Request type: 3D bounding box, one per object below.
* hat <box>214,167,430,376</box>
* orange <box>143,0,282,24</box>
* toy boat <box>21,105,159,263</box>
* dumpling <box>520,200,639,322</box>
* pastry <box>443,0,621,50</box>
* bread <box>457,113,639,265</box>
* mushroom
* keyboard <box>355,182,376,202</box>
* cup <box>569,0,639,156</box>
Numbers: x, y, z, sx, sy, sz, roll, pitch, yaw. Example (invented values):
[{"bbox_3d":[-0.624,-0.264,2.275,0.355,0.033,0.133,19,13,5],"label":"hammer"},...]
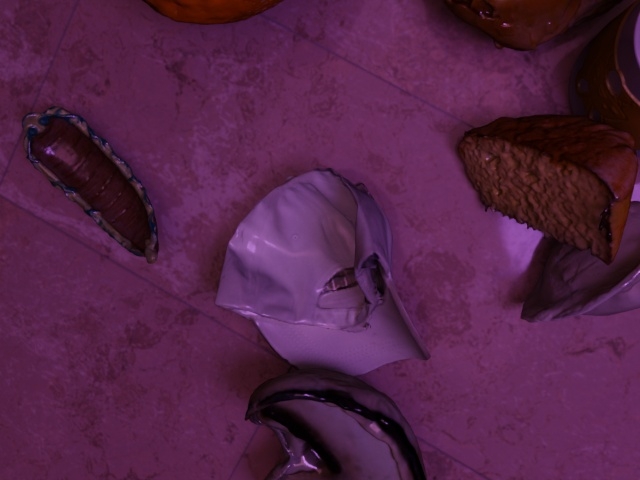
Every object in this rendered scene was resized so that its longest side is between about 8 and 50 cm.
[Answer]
[{"bbox_3d":[0.034,0.059,0.817,0.258,0.168,0.301,-19,124,36],"label":"hat"},{"bbox_3d":[-0.119,-0.425,0.689,0.293,0.340,0.340,-13,95,-17],"label":"orange"},{"bbox_3d":[-0.315,-0.074,0.880,0.293,0.099,0.108,46,101,9],"label":"toy boat"},{"bbox_3d":[0.360,0.032,0.739,0.252,0.179,0.131,-29,92,10],"label":"dumpling"},{"bbox_3d":[0.274,-0.376,0.716,0.311,0.162,0.255,-24,91,13],"label":"pastry"},{"bbox_3d":[0.294,-0.085,0.730,0.134,0.260,0.129,-28,123,-11],"label":"bread"},{"bbox_3d":[0.025,0.307,0.832,0.247,0.130,0.344,-23,108,24],"label":"mushroom"},{"bbox_3d":[0.000,0.000,0.878,0.196,0.015,0.074,-34,94,12],"label":"keyboard"},{"bbox_3d":[0.410,-0.173,0.684,0.185,0.226,0.241,-21,85,11],"label":"cup"}]
